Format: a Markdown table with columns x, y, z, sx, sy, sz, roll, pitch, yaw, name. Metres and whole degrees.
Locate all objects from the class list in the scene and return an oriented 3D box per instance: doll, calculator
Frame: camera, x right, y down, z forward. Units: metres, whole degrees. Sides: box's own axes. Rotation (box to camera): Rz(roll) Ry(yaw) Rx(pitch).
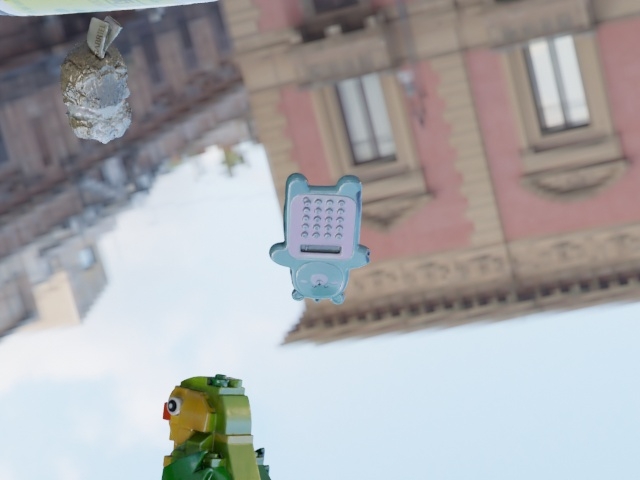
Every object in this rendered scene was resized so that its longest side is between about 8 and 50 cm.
| x | y | z | sx | sy | sz | roll | pitch | yaw | name |
| --- | --- | --- | --- | --- | --- | --- | --- | --- | --- |
| -0.102 | 0.224 | 1.640 | 0.134 | 0.186 | 0.106 | -31 | 156 | 37 | doll |
| -0.355 | -0.252 | 2.560 | 0.105 | 0.221 | 0.115 | -20 | -134 | -20 | doll |
| 0.000 | 0.000 | 1.493 | 0.094 | 0.141 | 0.019 | 2 | -146 | -2 | calculator |

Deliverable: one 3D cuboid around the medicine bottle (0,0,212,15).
| x | y | z | sx | sy | sz | roll | pitch | yaw | name |
| --- | --- | --- | --- | --- | --- | --- | --- | --- | --- |
| -0.180 | -0.345 | 1.664 | 0.378 | 0.214 | 0.213 | 0 | -162 | 29 | medicine bottle |
